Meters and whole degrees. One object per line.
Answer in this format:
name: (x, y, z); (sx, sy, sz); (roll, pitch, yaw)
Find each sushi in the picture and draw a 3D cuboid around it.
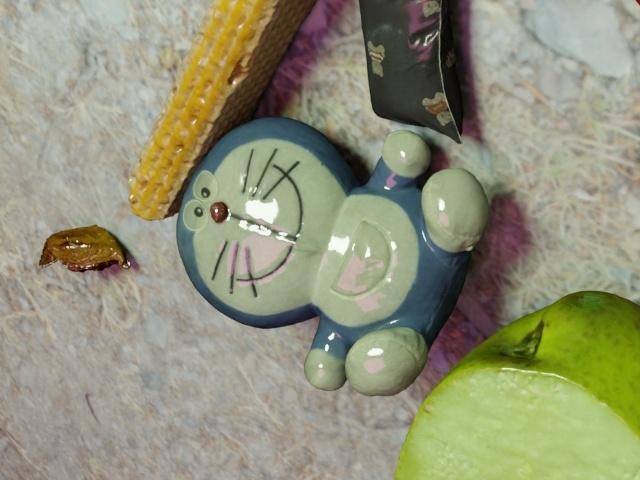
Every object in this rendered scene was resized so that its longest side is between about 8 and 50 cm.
sushi: (-0.248, 0.012, 1.340); (0.099, 0.050, 0.047); (4, 117, 20)

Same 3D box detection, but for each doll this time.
doll: (0.000, 0.000, 1.068); (0.258, 0.154, 0.228); (22, 99, 11)

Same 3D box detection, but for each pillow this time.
pillow: (0.068, -0.150, 0.991); (0.090, 0.048, 0.150); (10, 127, 29)

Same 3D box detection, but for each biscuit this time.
biscuit: (-0.075, -0.150, 1.069); (0.054, 0.094, 0.379); (42, 136, 7)

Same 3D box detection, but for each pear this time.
pear: (0.203, 0.156, 1.023); (0.292, 0.159, 0.292); (17, 126, 24)

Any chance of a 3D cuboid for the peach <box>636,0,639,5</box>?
peach: (0.311, -0.245, 0.546); (0.310, 0.335, 0.406); (11, 114, -6)
